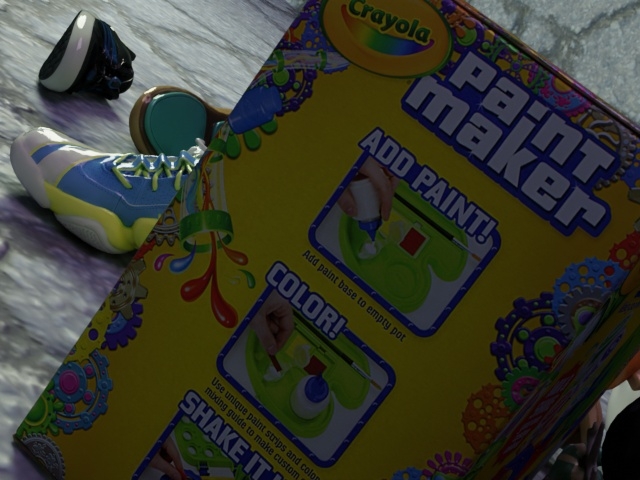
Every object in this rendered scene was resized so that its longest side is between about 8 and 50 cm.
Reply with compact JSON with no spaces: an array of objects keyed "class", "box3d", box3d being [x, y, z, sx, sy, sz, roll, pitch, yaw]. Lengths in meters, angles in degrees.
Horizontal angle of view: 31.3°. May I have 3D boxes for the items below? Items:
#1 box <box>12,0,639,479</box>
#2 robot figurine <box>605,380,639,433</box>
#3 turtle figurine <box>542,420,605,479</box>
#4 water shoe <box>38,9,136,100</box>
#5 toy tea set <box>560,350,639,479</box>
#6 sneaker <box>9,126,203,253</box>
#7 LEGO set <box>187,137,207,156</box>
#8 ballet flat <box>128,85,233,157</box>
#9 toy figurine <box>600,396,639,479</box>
[{"class":"box","box3d":[0.053,0.035,0.592,0.177,0.279,0.290,40,15,20]},{"class":"robot figurine","box3d":[0.409,0.204,1.045,0.353,0.200,0.300,42,5,25]},{"class":"turtle figurine","box3d":[0.149,0.196,0.631,0.234,0.118,0.175,45,22,-38]},{"class":"water shoe","box3d":[-0.211,-0.173,1.087,0.080,0.073,0.203,34,14,-16]},{"class":"toy tea set","box3d":[0.202,0.130,0.909,0.124,0.200,0.336,-16,29,-32]},{"class":"sneaker","box3d":[-0.090,-0.034,0.798,0.240,0.126,0.091,34,14,-10]},{"class":"LEGO set","box3d":[0.000,0.000,0.941,0.287,0.107,0.132,38,14,10]},{"class":"ballet flat","box3d":[-0.130,-0.099,1.077,0.073,0.080,0.232,11,0,25]},{"class":"toy figurine","box3d":[0.098,0.166,0.405,0.148,0.213,0.209,51,22,17]}]
